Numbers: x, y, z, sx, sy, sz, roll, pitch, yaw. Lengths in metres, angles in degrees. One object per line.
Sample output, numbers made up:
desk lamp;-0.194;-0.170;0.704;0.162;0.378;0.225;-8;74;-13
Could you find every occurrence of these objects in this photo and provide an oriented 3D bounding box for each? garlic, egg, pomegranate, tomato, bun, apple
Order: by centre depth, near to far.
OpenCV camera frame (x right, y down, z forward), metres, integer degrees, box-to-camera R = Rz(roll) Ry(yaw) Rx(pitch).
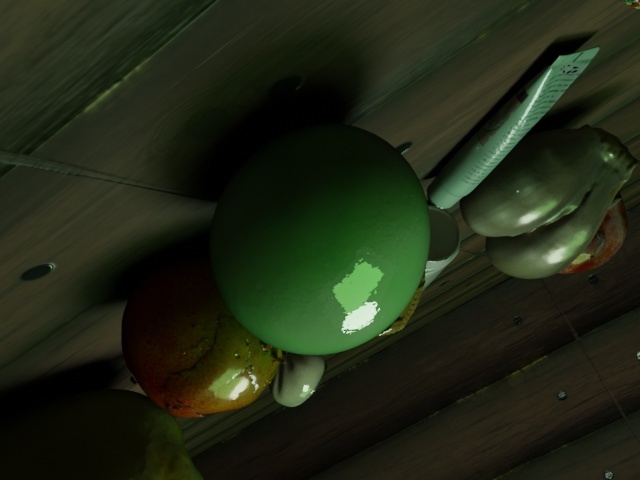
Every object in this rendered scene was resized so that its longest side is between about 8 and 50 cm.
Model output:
egg;0.000;0.000;0.763;0.220;0.220;0.269;-18;156;-32
pomegranate;-0.135;0.116;0.942;0.235;0.210;0.210;-20;169;26
apple;-0.398;0.469;1.227;0.474;0.473;0.473;-26;165;-7
garlic;0.339;-0.072;1.296;0.246;0.231;0.340;-69;-166;-14
tomato;0.524;-0.039;1.579;0.232;0.232;0.188;-26;-173;-5
bun;-0.073;0.352;2.002;0.173;0.120;0.173;-44;-166;14

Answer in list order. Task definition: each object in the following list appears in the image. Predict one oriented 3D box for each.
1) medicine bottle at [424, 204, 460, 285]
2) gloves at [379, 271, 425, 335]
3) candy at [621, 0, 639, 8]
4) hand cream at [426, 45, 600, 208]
medicine bottle;0.167;0.037;1.402;0.161;0.111;0.296;-25;167;-15
gloves;0.046;0.032;1.053;0.203;0.155;0.356;9;-175;-1
candy;0.401;-0.305;0.822;0.185;0.049;0.055;-30;-164;-16
hand cream;0.253;-0.146;1.035;0.085;0.058;0.331;-16;161;-33
